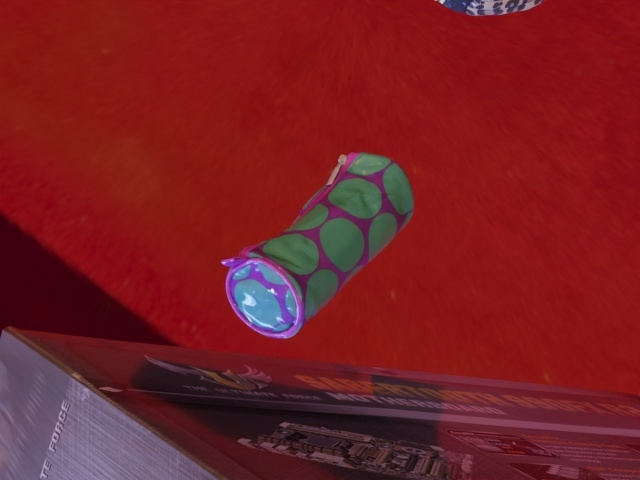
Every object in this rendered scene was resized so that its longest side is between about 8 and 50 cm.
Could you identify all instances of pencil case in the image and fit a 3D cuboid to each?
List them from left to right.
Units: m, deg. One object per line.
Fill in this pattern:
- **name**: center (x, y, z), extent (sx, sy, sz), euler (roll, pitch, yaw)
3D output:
- **pencil case**: center (0.000, 0.000, 1.243), extent (0.064, 0.151, 0.070), euler (-20, 109, 46)

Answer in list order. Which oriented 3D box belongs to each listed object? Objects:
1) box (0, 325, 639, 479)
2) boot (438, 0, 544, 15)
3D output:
- **box**: center (0.059, 0.081, 0.419), extent (0.231, 0.183, 0.056), euler (9, 99, -38)
- **boot**: center (0.076, -0.218, 1.234), extent (0.236, 0.178, 0.085), euler (-6, 64, -10)
